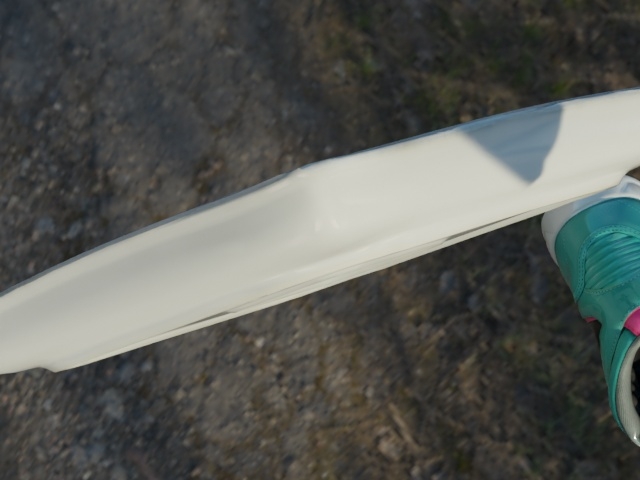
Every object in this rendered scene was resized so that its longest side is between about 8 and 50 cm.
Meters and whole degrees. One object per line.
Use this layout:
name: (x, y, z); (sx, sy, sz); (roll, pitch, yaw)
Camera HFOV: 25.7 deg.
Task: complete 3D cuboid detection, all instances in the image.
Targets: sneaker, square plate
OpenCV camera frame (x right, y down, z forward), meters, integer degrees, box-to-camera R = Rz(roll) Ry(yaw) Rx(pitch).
sneaker: (0.280, 0.086, 1.018); (0.295, 0.124, 0.178); (34, 30, -41)
square plate: (0.000, 0.000, 0.775); (0.344, 0.347, 0.049); (-16, 86, -46)
